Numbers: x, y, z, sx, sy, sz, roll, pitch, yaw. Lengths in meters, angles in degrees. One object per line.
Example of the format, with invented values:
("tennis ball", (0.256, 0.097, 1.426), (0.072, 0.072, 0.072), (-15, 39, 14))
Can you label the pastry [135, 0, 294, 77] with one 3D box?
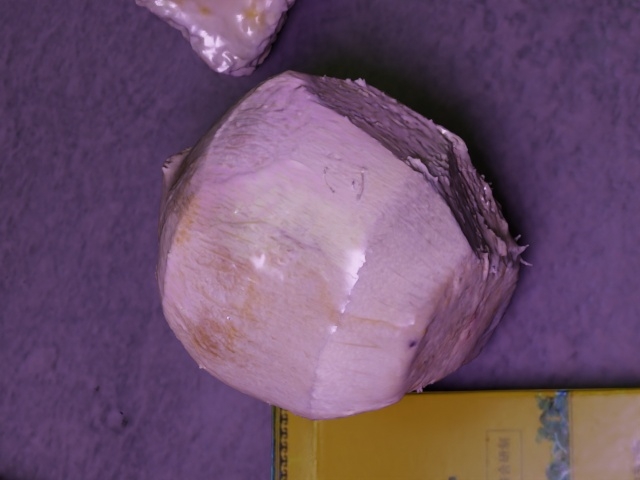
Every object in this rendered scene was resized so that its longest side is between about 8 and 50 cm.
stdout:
("pastry", (-0.115, -0.195, 1.093), (0.258, 0.089, 0.121), (28, 94, -5))

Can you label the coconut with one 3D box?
("coconut", (-0.002, 0.001, 1.016), (0.194, 0.194, 0.194), (-4, 82, 26))

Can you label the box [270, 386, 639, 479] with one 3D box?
("box", (0.102, 0.155, 1.018), (0.279, 0.041, 0.153), (-3, 83, 27))
